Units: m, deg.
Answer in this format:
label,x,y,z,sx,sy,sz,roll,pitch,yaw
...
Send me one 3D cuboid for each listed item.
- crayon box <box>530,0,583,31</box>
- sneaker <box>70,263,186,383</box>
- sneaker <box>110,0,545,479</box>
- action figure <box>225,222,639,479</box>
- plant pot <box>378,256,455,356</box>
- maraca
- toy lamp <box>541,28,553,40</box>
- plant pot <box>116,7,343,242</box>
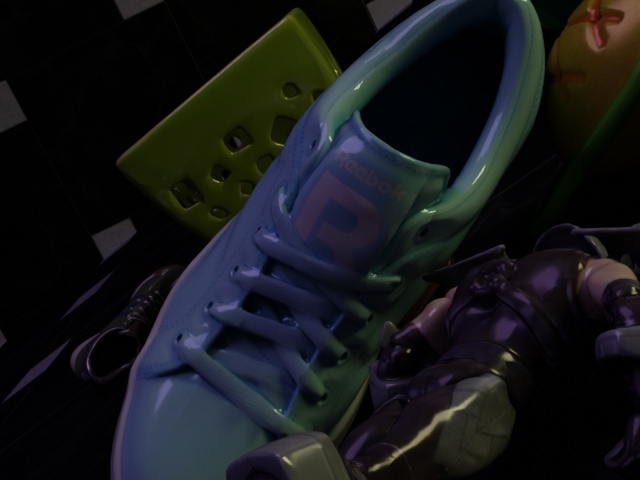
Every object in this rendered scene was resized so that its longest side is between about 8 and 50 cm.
label,x,y,z,sx,sy,sz,roll,pitch,yaw
crayon box,0.253,-0.298,0.953,0.203,0.083,0.323,-42,28,-7
sneaker,-0.225,0.110,1.233,0.192,0.064,0.086,-43,19,-11
sneaker,0.000,0.000,0.539,0.366,0.135,0.150,-57,-12,-15
action figure,0.052,0.073,0.400,0.285,0.099,0.185,-34,-1,-34
plant pot,0.025,0.034,0.670,0.081,0.081,0.083,-50,-3,-41
maraca,0.176,-0.083,0.588,0.186,0.099,0.127,-62,-10,26
toy lamp,0.186,-0.235,1.157,0.080,0.080,0.274,-46,13,-24
plant pot,-0.047,-0.092,1.039,0.227,0.207,0.228,-39,12,11
